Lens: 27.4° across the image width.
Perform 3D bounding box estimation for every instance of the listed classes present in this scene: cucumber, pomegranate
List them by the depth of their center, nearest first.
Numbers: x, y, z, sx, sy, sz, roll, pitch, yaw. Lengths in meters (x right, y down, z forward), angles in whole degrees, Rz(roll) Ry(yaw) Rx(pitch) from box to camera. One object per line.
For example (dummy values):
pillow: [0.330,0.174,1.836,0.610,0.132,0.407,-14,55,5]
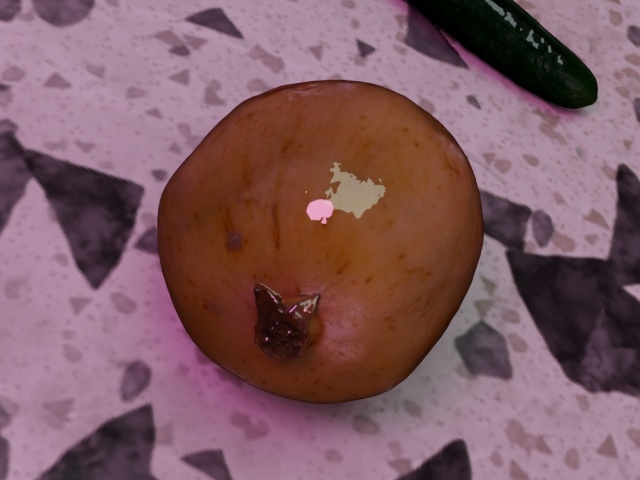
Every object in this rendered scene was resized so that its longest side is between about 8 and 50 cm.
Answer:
pomegranate: [-0.001,-0.003,0.741,0.191,0.191,0.191,10,58,-16]
cucumber: [0.091,-0.189,0.974,0.284,0.056,0.056,37,54,2]
